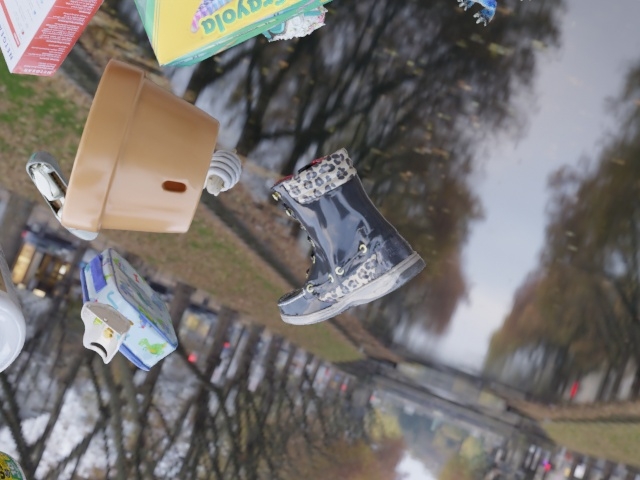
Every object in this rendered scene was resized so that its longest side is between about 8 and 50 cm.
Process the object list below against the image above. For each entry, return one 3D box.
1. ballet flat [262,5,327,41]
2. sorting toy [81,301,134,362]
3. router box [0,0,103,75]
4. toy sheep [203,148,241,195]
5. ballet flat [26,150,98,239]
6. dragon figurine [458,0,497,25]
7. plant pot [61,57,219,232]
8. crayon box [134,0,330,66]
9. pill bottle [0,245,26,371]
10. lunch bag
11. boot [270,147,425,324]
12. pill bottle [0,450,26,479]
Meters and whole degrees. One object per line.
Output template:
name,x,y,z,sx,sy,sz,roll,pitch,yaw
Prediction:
ballet flat,-0.051,-0.353,1.568,0.077,0.091,0.241,-7,-159,-16
sorting toy,-0.324,0.142,1.504,0.083,0.075,0.045,35,-160,20
router box,-0.462,-0.495,1.642,0.082,0.335,0.301,-3,151,-45
toy sheep,-0.212,-0.152,2.165,0.091,0.132,0.091,12,142,9
ballet flat,-0.524,-0.079,2.016,0.213,0.072,0.068,61,-165,-20
dragon figurine,0.290,-0.444,1.601,0.085,0.289,0.144,53,169,27
plant pot,-0.293,-0.135,1.677,0.203,0.291,0.291,17,174,-11
crayon box,-0.104,-0.348,1.275,0.278,0.165,0.081,-20,-179,23
pill bottle,-0.430,0.047,1.167,0.131,0.131,0.229,28,-162,-41
lunch bag,-0.344,0.117,1.770,0.176,0.090,0.219,51,-179,-29
boot,0.000,0.000,1.954,0.377,0.138,0.284,-23,100,49
pill bottle,-0.464,0.310,1.247,0.117,0.117,0.208,19,168,18
